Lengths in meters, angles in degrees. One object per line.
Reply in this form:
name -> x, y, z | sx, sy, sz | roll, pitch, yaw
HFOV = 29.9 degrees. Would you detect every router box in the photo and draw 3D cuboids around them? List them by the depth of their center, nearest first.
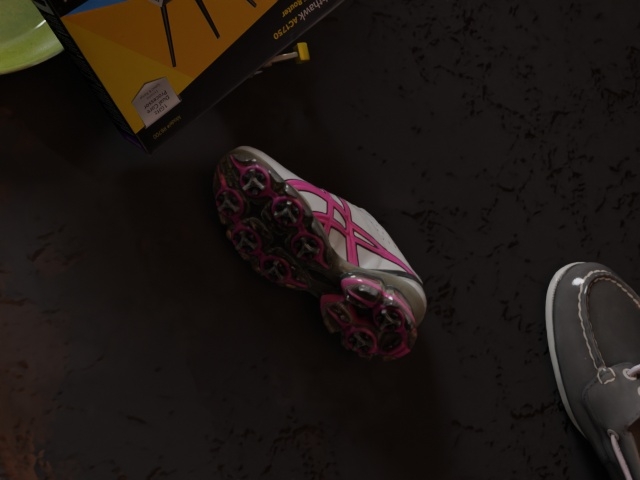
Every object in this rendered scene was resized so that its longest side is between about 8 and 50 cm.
router box -> -0.081, -0.161, 0.760 | 0.179, 0.046, 0.133 | -41, 128, -15

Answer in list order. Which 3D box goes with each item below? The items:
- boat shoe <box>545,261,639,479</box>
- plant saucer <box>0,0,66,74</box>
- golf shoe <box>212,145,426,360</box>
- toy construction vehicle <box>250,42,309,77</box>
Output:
boat shoe -> 0.276, 0.172, 0.946 | 0.112, 0.095, 0.335 | -17, 90, -33
plant saucer -> -0.237, -0.213, 0.741 | 0.241, 0.037, 0.241 | 7, 76, -30
golf shoe -> 0.000, 0.000, 0.837 | 0.186, 0.067, 0.086 | 45, 35, -16
toy construction vehicle -> -0.061, -0.155, 0.843 | 0.098, 0.035, 0.086 | -15, 88, -24
